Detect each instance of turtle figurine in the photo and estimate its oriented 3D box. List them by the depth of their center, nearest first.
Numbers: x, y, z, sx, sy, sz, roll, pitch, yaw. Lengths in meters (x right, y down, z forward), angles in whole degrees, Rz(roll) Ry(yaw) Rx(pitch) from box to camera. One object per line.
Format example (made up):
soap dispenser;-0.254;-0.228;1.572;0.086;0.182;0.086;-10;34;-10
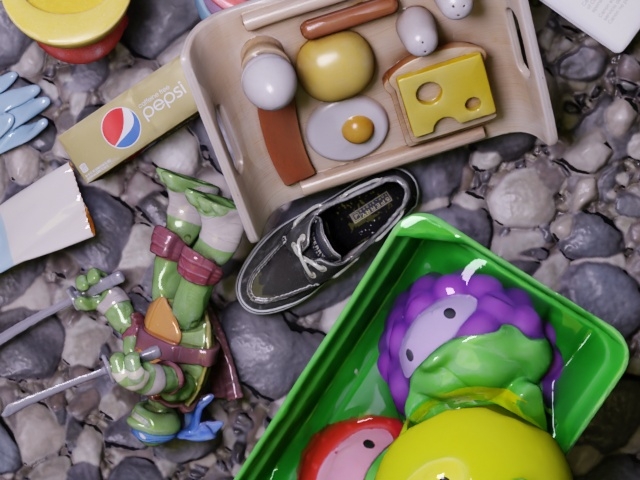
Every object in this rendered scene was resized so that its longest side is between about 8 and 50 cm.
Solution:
turtle figurine;-0.191;0.062;1.600;0.275;0.198;0.266;21;97;3

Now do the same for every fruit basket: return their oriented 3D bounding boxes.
fruit basket;0.102;0.192;1.483;0.283;0.392;0.392;33;103;4

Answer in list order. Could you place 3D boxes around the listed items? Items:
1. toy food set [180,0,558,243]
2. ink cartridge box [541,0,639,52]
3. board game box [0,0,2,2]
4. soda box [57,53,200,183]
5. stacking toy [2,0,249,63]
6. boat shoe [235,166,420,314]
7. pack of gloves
toy food set;0.049;-0.130;1.484;0.306;0.092;0.219;-17;126;4
ink cartridge box;0.216;-0.346;1.494;0.306;0.131;0.226;37;103;5
board game box;-0.265;-0.387;1.617;0.213;0.046;0.317;30;103;3
soda box;-0.167;-0.129;1.632;0.181;0.061;0.058;-33;91;13
stacking toy;-0.142;-0.301;1.564;0.309;0.130;0.279;-4;75;-2
boat shoe;0.000;0.000;1.619;0.219;0.070;0.078;-38;91;14
pack of gloves;-0.355;-0.053;1.697;0.232;0.046;0.195;-21;79;14
